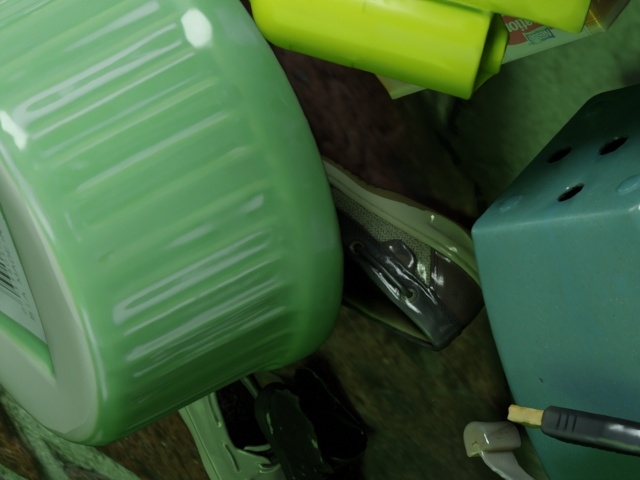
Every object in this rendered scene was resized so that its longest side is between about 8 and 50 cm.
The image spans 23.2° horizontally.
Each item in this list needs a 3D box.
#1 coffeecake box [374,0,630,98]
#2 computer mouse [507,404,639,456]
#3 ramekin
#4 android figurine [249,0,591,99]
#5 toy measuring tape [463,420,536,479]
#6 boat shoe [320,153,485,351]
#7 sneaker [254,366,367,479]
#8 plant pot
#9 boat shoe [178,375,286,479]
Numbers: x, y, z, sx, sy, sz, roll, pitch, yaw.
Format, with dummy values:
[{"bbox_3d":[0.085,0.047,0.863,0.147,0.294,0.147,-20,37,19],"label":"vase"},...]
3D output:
[{"bbox_3d":[0.035,-0.161,0.655,0.185,0.068,0.142,51,149,-18],"label":"coffeecake box"},{"bbox_3d":[0.098,0.147,0.697,0.262,0.060,0.184,9,133,48],"label":"computer mouse"},{"bbox_3d":[-0.138,-0.031,0.893,0.303,0.148,0.303,41,148,33],"label":"ramekin"},{"bbox_3d":[0.032,-0.172,0.541,0.272,0.056,0.248,17,126,3],"label":"android figurine"},{"bbox_3d":[0.218,0.172,0.908,0.330,0.121,0.121,42,159,40],"label":"toy measuring tape"},{"bbox_3d":[0.001,0.001,0.933,0.223,0.073,0.080,23,148,31],"label":"boat shoe"},{"bbox_3d":[0.004,0.162,1.190,0.089,0.051,0.170,9,136,53],"label":"sneaker"},{"bbox_3d":[0.184,0.051,0.684,0.234,0.166,0.165,54,150,-17],"label":"plant pot"},{"bbox_3d":[-0.058,0.159,1.264,0.063,0.066,0.184,9,129,47],"label":"boat shoe"}]
